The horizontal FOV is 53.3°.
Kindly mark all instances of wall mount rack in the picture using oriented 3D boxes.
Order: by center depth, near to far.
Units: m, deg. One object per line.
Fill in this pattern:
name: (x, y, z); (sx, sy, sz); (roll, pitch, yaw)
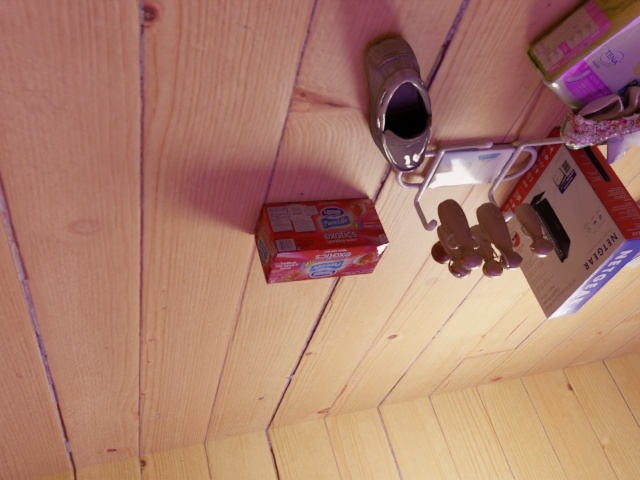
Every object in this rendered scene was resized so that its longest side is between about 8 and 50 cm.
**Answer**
wall mount rack: (0.347, -0.147, 1.321); (0.349, 0.131, 0.304); (-7, 147, -20)

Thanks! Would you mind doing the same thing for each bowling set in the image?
bowling set: (0.334, 0.028, 1.342); (0.286, 0.154, 0.200); (-1, 148, -28)

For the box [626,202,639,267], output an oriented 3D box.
box: (0.891, -0.014, 1.810); (0.072, 0.137, 0.126); (13, 137, -42)

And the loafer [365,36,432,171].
loafer: (0.143, -0.211, 1.128); (0.112, 0.112, 0.319); (-21, 149, 5)

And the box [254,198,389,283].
box: (0.000, 0.000, 1.370); (0.256, 0.128, 0.123); (-5, 147, -22)

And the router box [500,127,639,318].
router box: (0.554, -0.034, 1.442); (0.082, 0.301, 0.335); (-8, 147, -18)

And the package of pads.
package of pads: (0.540, -0.357, 1.121); (0.296, 0.101, 0.229); (-37, 145, 28)

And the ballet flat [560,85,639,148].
ballet flat: (0.549, -0.233, 1.154); (0.240, 0.091, 0.077); (-20, 127, -7)

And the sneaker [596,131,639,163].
sneaker: (0.692, -0.245, 1.351); (0.210, 0.137, 0.365); (-33, 142, 25)
